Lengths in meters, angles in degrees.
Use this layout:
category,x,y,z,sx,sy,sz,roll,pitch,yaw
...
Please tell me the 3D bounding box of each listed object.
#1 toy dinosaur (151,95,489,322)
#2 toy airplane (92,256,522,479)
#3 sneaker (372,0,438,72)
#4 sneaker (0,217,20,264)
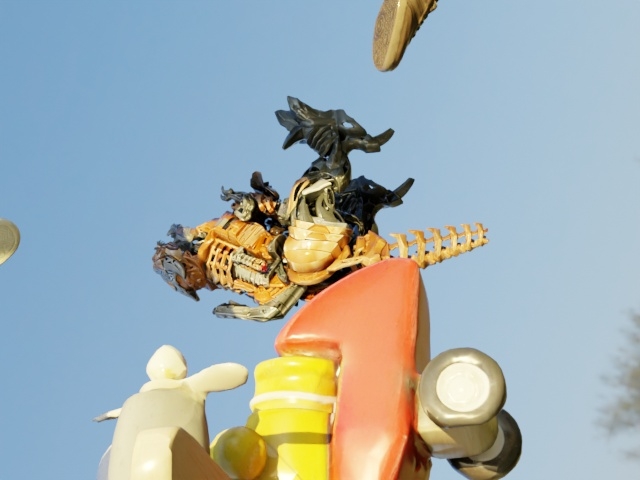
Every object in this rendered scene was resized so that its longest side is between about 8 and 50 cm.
category,x,y,z,sx,sy,sz,roll,pitch,yaw
toy dinosaur,0.000,0.000,1.465,0.164,0.322,0.218,96,-171,-52
toy airplane,-0.046,0.227,1.044,0.384,0.272,0.386,-36,-41,-58
sneaker,0.117,-0.293,1.812,0.066,0.071,0.188,-151,73,-68
sneaker,-0.376,0.015,1.482,0.152,0.084,0.058,-32,-68,-11
